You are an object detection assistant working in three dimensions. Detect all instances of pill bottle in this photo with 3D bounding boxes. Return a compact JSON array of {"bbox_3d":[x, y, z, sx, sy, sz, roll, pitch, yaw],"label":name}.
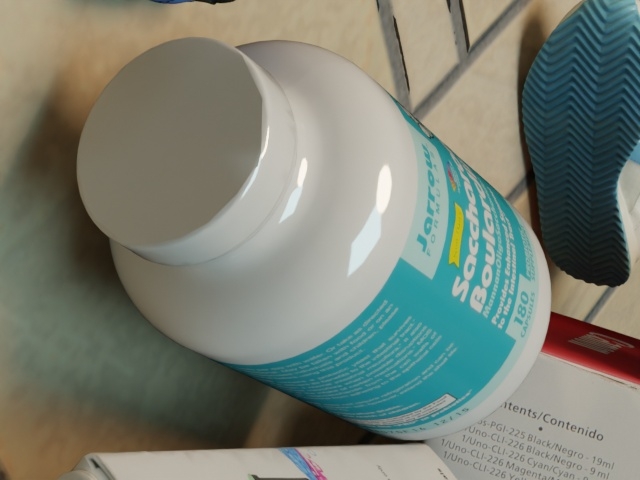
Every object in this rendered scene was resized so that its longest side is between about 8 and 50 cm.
[{"bbox_3d":[0.000,0.000,0.727,0.264,0.146,0.146,33,79,-57],"label":"pill bottle"}]

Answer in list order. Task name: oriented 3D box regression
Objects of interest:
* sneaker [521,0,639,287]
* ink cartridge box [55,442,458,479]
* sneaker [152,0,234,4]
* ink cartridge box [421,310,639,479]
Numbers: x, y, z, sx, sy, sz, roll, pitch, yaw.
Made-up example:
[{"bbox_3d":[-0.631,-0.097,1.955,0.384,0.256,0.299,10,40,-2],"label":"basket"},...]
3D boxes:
[{"bbox_3d":[0.191,-0.078,1.037,0.092,0.087,0.228,-53,151,-36],"label":"sneaker"},{"bbox_3d":[-0.048,0.201,0.720,0.201,0.117,0.278,-49,152,18],"label":"ink cartridge box"},{"bbox_3d":[-0.030,-0.167,0.655,0.084,0.058,0.152,-2,126,-53],"label":"sneaker"},{"bbox_3d":[0.154,0.126,0.963,0.309,0.130,0.272,5,102,-74],"label":"ink cartridge box"}]
